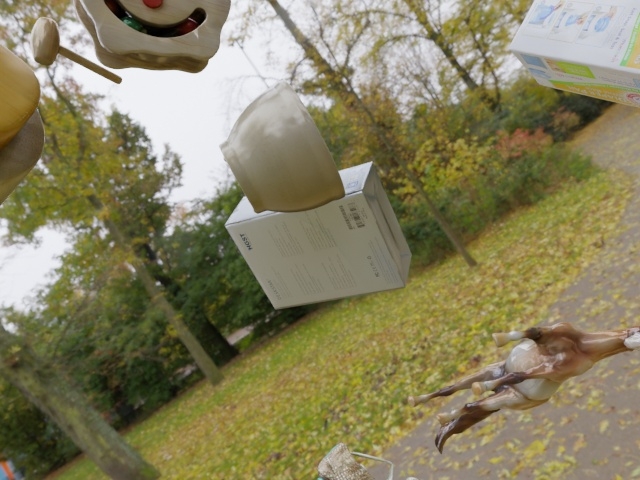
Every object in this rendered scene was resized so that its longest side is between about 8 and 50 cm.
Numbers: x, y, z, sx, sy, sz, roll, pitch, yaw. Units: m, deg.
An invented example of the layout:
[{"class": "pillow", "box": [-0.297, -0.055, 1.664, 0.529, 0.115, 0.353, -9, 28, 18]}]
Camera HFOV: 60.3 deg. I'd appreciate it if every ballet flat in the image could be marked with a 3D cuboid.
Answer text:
[{"class": "ballet flat", "box": [0.095, 0.337, 0.736, 0.067, 0.206, 0.073, -60, 4, -20]}]

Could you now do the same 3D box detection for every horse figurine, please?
[{"class": "horse figurine", "box": [0.201, 0.141, 0.562, 0.175, 0.066, 0.263, -5, -33, -23]}]

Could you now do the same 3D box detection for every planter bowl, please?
[{"class": "planter bowl", "box": [-0.056, -0.099, 0.675, 0.109, 0.162, 0.162, -28, -3, -3]}]

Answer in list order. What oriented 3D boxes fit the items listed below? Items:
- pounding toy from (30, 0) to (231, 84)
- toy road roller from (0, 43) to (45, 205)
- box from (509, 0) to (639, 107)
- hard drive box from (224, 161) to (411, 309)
[{"class": "pounding toy", "box": [-0.282, -0.328, 0.818, 0.270, 0.154, 0.155, -4, -1, -26]}, {"class": "toy road roller", "box": [-0.359, -0.169, 0.413, 0.202, 0.329, 0.240, -30, 34, 34]}, {"class": "box", "box": [0.376, -0.254, 0.720, 0.114, 0.203, 0.103, 22, -81, -43]}, {"class": "hard drive box", "box": [0.000, 0.000, 0.857, 0.232, 0.181, 0.089, -12, 32, 24]}]
